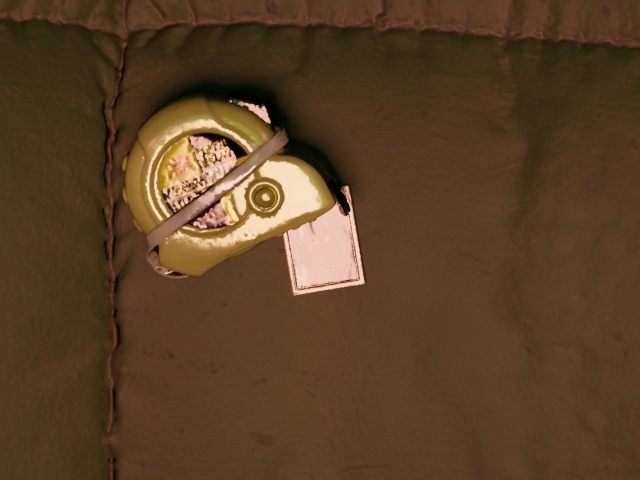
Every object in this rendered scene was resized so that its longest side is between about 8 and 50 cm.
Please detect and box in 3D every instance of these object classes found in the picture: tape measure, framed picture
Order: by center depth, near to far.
[{"bbox_3d":[-0.088,-0.051,1.583,0.177,0.087,0.154,-27,99,9],"label":"tape measure"},{"bbox_3d":[0.000,0.000,1.624,0.066,0.006,0.089,-9,95,4],"label":"framed picture"}]
